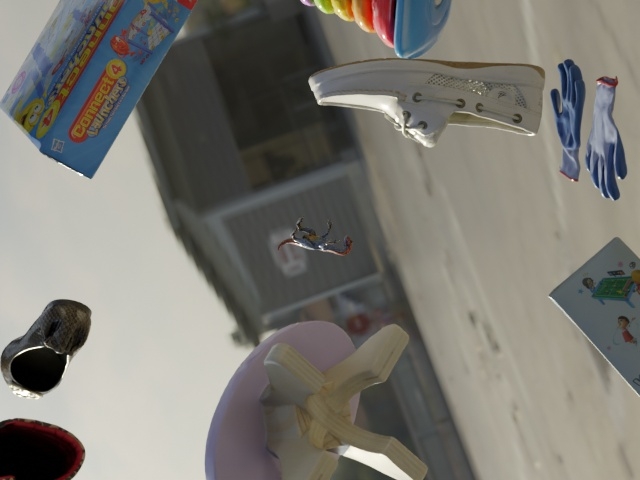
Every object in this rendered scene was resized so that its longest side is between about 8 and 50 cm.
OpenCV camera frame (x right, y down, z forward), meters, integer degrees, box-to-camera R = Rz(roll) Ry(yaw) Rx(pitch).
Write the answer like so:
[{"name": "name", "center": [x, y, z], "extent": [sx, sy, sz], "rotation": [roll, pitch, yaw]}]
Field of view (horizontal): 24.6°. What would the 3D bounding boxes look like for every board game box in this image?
[{"name": "board game box", "center": [-0.316, -0.269, 2.067], "extent": [0.086, 0.308, 0.302], "rotation": [30, -177, -27]}, {"name": "board game box", "center": [0.380, 0.152, 1.480], "extent": [0.303, 0.097, 0.224], "rotation": [50, -173, 20]}]

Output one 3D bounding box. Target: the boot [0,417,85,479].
[{"name": "boot", "center": [-0.569, 0.368, 2.258], "extent": [0.284, 0.377, 0.138], "rotation": [-34, 56, 51]}]

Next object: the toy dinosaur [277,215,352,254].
[{"name": "toy dinosaur", "center": [0.000, 0.000, 2.048], "extent": [0.082, 0.090, 0.047], "rotation": [35, -130, -13]}]

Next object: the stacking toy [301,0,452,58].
[{"name": "stacking toy", "center": [0.024, -0.364, 1.979], "extent": [0.175, 0.302, 0.165], "rotation": [-50, -31, -50]}]

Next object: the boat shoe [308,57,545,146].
[{"name": "boat shoe", "center": [0.125, -0.157, 1.700], "extent": [0.098, 0.277, 0.096], "rotation": [136, 134, -85]}]

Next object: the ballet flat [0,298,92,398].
[{"name": "ballet flat", "center": [-0.336, 0.145, 1.781], "extent": [0.250, 0.084, 0.058], "rotation": [-44, 34, 52]}]

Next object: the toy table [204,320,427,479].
[{"name": "toy table", "center": [-0.005, 0.216, 1.761], "extent": [0.252, 0.274, 0.161], "rotation": [32, 157, -27]}]

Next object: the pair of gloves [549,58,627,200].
[{"name": "pair of gloves", "center": [0.336, -0.141, 1.842], "extent": [0.198, 0.023, 0.159], "rotation": [-133, 39, -67]}]
